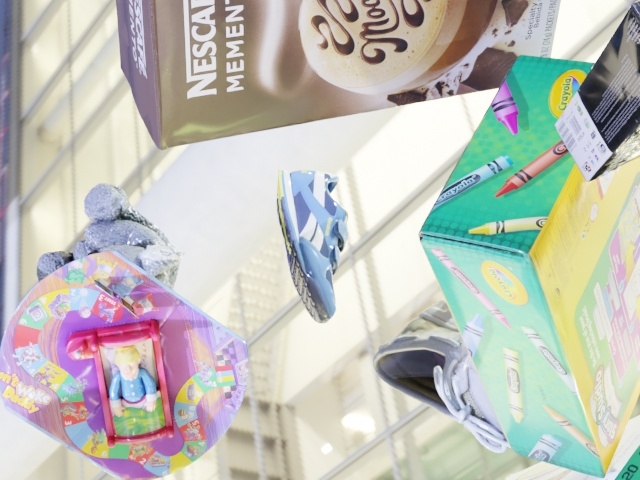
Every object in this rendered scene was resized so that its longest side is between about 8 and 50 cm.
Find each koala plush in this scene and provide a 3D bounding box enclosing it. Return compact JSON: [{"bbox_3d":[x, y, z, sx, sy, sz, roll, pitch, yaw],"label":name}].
[{"bbox_3d":[-0.287,0.051,1.726,0.203,0.196,0.221,36,178,-25],"label":"koala plush"}]

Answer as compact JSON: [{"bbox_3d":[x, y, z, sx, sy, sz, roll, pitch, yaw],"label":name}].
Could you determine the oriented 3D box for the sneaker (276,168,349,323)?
[{"bbox_3d":[0.000,0.000,0.976,0.059,0.053,0.144,-7,-114,-11],"label":"sneaker"}]

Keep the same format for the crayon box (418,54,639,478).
[{"bbox_3d":[0.174,0.027,0.824,0.165,0.081,0.278,-59,-38,-28],"label":"crayon box"}]

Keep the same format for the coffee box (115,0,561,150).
[{"bbox_3d":[0.013,-0.183,0.789,0.297,0.168,0.119,-12,-139,-17],"label":"coffee box"}]

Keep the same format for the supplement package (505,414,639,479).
[{"bbox_3d":[0.242,0.263,0.995,0.194,0.203,0.149,-20,-103,-56],"label":"supplement package"}]

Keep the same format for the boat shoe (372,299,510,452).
[{"bbox_3d":[0.138,0.137,1.106,0.118,0.103,0.320,64,172,-15],"label":"boat shoe"}]

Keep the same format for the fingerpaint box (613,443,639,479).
[{"bbox_3d":[0.441,0.120,0.693,0.371,0.445,0.163,35,-179,-14],"label":"fingerpaint box"}]

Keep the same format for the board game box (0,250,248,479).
[{"bbox_3d":[-0.132,0.094,0.770,0.168,0.133,0.033,37,-175,-16],"label":"board game box"}]

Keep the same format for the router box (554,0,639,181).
[{"bbox_3d":[0.209,-0.100,0.613,0.046,0.133,0.179,63,174,11],"label":"router box"}]
